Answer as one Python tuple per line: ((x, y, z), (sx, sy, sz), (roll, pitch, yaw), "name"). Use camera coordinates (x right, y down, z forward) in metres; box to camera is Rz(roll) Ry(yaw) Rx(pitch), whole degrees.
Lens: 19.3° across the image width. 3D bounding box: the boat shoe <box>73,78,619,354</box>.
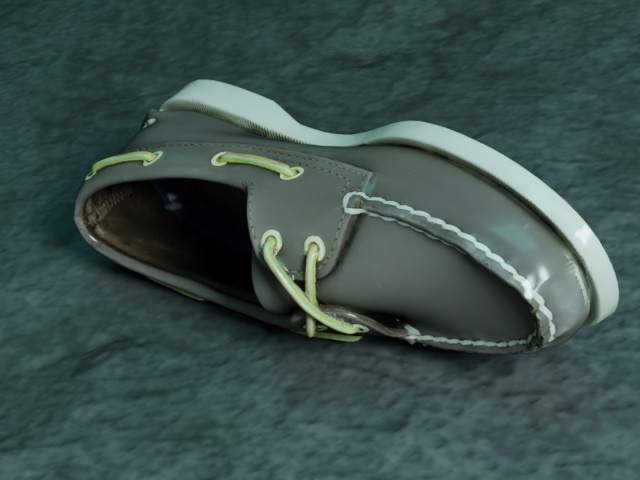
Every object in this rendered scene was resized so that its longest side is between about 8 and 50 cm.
((0.000, 0.000, 0.917), (0.096, 0.117, 0.324), (-38, 36, -27), "boat shoe")
